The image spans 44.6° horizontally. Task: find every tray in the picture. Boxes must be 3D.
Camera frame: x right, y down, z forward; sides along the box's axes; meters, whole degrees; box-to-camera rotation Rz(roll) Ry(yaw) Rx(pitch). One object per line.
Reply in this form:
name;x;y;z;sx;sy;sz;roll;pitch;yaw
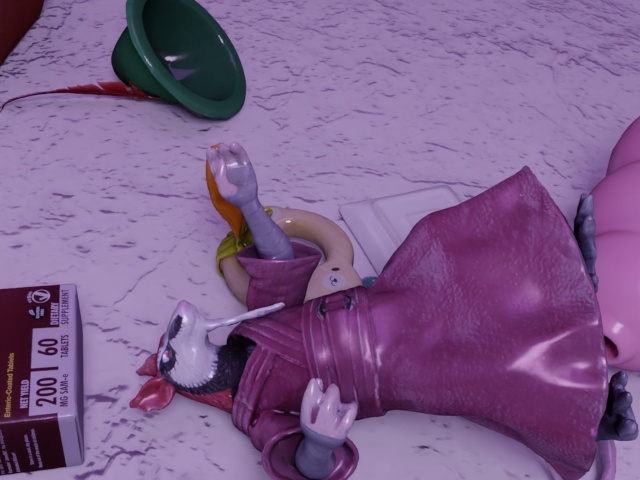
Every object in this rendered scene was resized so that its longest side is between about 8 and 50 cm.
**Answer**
tray;0.136;0.033;0.774;0.145;0.030;0.270;-12;48;-21

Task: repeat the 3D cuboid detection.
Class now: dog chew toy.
dog chew toy;0.341;-0.004;0.740;0.206;0.207;0.332;33;56;22

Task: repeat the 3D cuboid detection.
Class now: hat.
hat;-0.225;-0.195;0.947;0.208;0.183;0.173;38;39;-34

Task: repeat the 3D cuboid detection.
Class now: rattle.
rattle;0.000;0.000;0.699;0.199;0.143;0.130;27;34;29

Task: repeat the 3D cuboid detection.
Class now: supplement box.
supplement box;-0.302;0.109;0.580;0.239;0.073;0.130;-4;46;-14

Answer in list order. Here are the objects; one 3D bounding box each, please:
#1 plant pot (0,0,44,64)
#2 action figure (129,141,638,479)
plant pot;-0.454;-0.345;0.904;0.267;0.236;0.267;10;44;-1
action figure;0.034;0.078;0.612;0.369;0.276;0.248;-12;54;10
